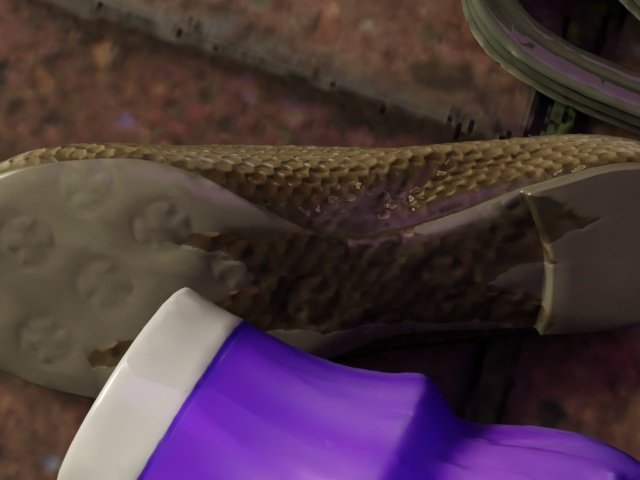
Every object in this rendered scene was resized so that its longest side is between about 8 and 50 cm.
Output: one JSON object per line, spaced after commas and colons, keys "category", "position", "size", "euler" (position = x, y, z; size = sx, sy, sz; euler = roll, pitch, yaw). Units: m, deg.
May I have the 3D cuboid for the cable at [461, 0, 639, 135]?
{"category": "cable", "position": [0.174, -0.020, 0.448], "size": [0.287, 0.072, 0.140], "euler": [20, 81, 12]}

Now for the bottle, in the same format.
{"category": "bottle", "position": [0.064, 0.114, 0.350], "size": [0.282, 0.118, 0.092], "euler": [31, 37, 3]}

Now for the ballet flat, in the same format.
{"category": "ballet flat", "position": [0.000, 0.000, 0.411], "size": [0.249, 0.058, 0.084], "euler": [-5, 111, -3]}
